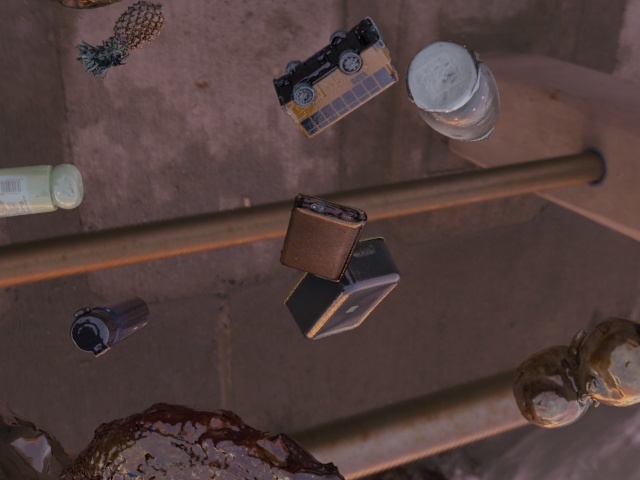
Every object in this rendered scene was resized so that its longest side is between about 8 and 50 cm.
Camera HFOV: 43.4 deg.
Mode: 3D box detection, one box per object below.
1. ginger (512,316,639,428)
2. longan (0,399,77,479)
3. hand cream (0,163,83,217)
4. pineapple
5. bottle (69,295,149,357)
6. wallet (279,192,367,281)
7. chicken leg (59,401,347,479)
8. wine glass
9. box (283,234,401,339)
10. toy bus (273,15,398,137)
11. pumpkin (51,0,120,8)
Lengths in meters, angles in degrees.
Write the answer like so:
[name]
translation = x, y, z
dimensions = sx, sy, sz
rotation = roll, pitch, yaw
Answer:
[ginger]
translation = 0.272, 0.113, 0.736
dimensions = 0.204, 0.104, 0.080
rotation = -31, 87, 28
[longan]
translation = -0.463, 0.353, 0.962
dimensions = 0.391, 0.391, 0.391
rotation = -11, 117, -23
[hand cream]
translation = -0.637, -0.093, 1.615
dimensions = 0.306, 0.093, 0.147
rotation = -7, 140, -7
[pineapple]
translation = -0.420, -0.435, 1.711
dimensions = 0.221, 0.083, 0.103
rotation = -42, 83, -6
[bottle]
translation = -0.355, 0.137, 1.358
dimensions = 0.072, 0.244, 0.082
rotation = -31, 92, 3
[wallet]
translation = 0.000, 0.000, 1.213
dimensions = 0.110, 0.198, 0.031
rotation = 16, 62, -1
[chicken leg]
translation = -0.078, 0.167, 0.566
dimensions = 0.234, 0.063, 0.105
rotation = 16, 102, 10
[wine glass]
translation = 0.189, -0.201, 1.113
dimensions = 0.111, 0.111, 0.204
rotation = -59, 160, 7
[box]
translation = 0.040, 0.087, 1.414
dimensions = 0.144, 0.090, 0.201
rotation = -10, 151, -38
[toy bus]
translation = 0.029, -0.249, 1.239
dimensions = 0.182, 0.091, 0.103
rotation = -32, 130, 13
[pumpkin]
translation = -0.363, -0.393, 1.128
dimensions = 0.108, 0.183, 0.119
rotation = -31, 151, -9
